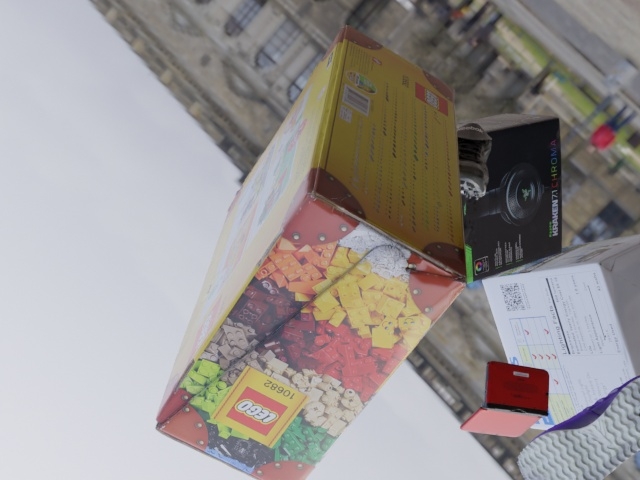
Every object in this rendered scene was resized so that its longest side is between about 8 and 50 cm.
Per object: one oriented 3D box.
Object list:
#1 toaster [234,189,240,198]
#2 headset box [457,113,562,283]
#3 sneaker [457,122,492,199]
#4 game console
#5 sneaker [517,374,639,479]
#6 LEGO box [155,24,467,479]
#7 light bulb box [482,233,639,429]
[{"bbox_3d":[-0.073,-0.015,1.770,0.129,0.147,0.227,-16,-154,-39],"label":"toaster"},{"bbox_3d":[0.271,-0.076,1.658,0.283,0.246,0.131,-14,-164,-37],"label":"headset box"},{"bbox_3d":[0.203,-0.117,1.382,0.078,0.106,0.234,13,-175,5],"label":"sneaker"},{"bbox_3d":[0.333,0.288,1.762,0.144,0.124,0.085,12,165,-28],"label":"game console"},{"bbox_3d":[0.443,0.292,1.493,0.146,0.293,0.102,-12,-113,-57],"label":"sneaker"},{"bbox_3d":[0.000,0.000,1.249,0.193,0.372,0.500,28,-149,-11],"label":"LEGO box"},{"bbox_3d":[0.570,0.192,1.999,0.361,0.225,0.358,-14,95,61],"label":"light bulb box"}]
